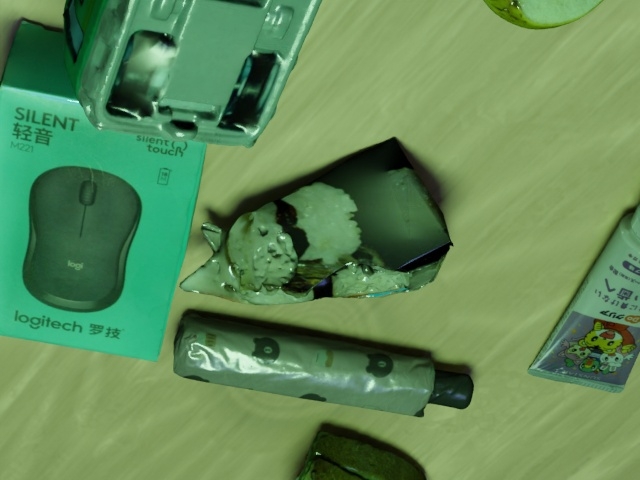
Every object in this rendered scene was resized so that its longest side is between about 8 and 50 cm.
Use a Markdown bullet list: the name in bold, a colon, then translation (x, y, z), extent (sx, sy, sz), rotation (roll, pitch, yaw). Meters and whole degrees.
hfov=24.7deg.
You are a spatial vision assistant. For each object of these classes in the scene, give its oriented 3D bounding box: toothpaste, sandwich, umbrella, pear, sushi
- **toothpaste**: translation (0.322, 0.061, 1.570), extent (0.114, 0.073, 0.299), rotation (11, 132, -8)
- **sandwich**: translation (0.022, 0.309, 1.720), extent (0.185, 0.109, 0.160), rotation (35, 138, -25)
- **umbrella**: translation (0.005, 0.142, 1.610), extent (0.337, 0.073, 0.067), rotation (11, 125, -9)
- **pear**: translation (0.197, -0.262, 1.314), extent (0.141, 0.104, 0.141), rotation (-11, 119, -21)
- **sushi**: translation (-0.004, 0.019, 1.505), extent (0.273, 0.134, 0.109), rotation (-24, 154, 3)

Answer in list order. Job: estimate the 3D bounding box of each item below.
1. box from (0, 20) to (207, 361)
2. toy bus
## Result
- **box**: translation (-0.228, -0.039, 1.451), extent (0.205, 0.118, 0.311), rotation (10, 125, -10)
- **toy bus**: translation (-0.094, -0.263, 1.241), extent (0.184, 0.199, 0.343), rotation (6, 127, -30)
